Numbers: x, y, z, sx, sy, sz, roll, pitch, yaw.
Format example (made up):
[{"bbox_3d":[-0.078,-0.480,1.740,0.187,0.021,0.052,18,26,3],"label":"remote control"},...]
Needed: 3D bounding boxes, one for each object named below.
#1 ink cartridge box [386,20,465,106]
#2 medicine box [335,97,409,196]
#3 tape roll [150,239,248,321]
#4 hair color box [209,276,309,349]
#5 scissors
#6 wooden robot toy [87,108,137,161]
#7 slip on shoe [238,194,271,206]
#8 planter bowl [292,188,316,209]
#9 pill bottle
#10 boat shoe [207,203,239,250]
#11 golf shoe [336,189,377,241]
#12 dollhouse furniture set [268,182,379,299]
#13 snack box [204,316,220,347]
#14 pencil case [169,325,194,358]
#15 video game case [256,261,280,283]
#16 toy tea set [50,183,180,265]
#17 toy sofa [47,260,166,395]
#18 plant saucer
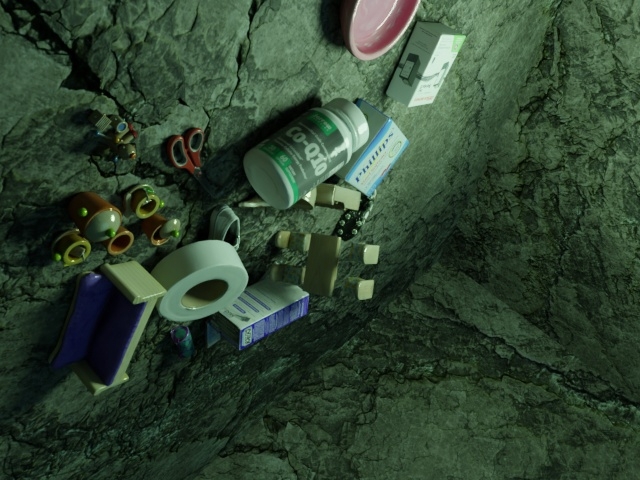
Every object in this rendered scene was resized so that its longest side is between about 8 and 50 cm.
[{"bbox_3d":[0.377,-0.632,1.989,0.198,0.115,0.272,-24,145,-48],"label":"ink cartridge box"},{"bbox_3d":[0.160,-0.328,2.008,0.263,0.149,0.289,-54,158,8],"label":"medicine box"},{"bbox_3d":[-0.369,0.126,1.673,0.286,0.100,0.286,-24,152,-14],"label":"tape roll"},{"bbox_3d":[-0.228,0.260,2.086,0.339,0.185,0.110,-22,131,-41],"label":"hair color box"},{"bbox_3d":[-0.340,-0.183,1.469,0.109,0.021,0.297,-42,157,-26],"label":"scissors"},{"bbox_3d":[-0.421,-0.211,1.187,0.076,0.079,0.173,-44,157,-16],"label":"wooden robot toy"},{"bbox_3d":[-0.210,-0.126,1.770,0.135,0.052,0.041,-7,93,-49],"label":"slip on shoe"},{"bbox_3d":[-0.081,-0.180,1.802,0.162,0.162,0.109,51,57,-67],"label":"planter bowl"},{"bbox_3d":[-0.036,-0.269,1.659,0.361,0.204,0.204,-40,155,-25],"label":"pill bottle"},{"bbox_3d":[-0.299,0.002,1.737,0.095,0.084,0.258,-37,154,-30],"label":"boat shoe"},{"bbox_3d":[0.171,-0.112,2.430,0.272,0.105,0.120,-58,164,19],"label":"golf shoe"},{"bbox_3d":[0.000,0.000,1.975,0.256,0.362,0.393,5,95,-63],"label":"dollhouse furniture set"},{"bbox_3d":[-0.417,0.348,2.132,0.064,0.022,0.178,-34,152,-33],"label":"snack box"},{"bbox_3d":[-0.489,0.361,1.961,0.070,0.065,0.151,-56,163,-31],"label":"pencil case"},{"bbox_3d":[-0.201,0.177,2.274,0.173,0.022,0.190,-50,158,0],"label":"video game case"},{"bbox_3d":[-0.464,-0.026,1.332,0.336,0.124,0.200,-19,142,-51],"label":"toy tea set"},{"bbox_3d":[-0.581,0.242,1.495,0.177,0.150,0.362,-13,137,-58],"label":"toy sofa"},{"bbox_3d":[0.167,-0.681,1.563,0.332,0.084,0.332,-41,157,-22],"label":"plant saucer"}]
